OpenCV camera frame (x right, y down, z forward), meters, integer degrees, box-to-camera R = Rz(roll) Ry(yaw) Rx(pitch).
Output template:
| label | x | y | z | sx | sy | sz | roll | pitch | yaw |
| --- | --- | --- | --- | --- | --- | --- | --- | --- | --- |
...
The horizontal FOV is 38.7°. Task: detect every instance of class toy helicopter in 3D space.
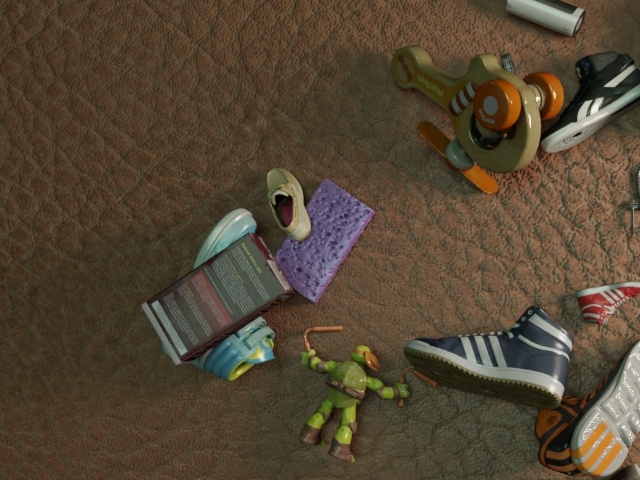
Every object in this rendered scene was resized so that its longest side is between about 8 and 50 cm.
| label | x | y | z | sx | sy | sz | roll | pitch | yaw |
| --- | --- | --- | --- | --- | --- | --- | --- | --- | --- |
| toy helicopter | 0.249 | -0.236 | 1.636 | 0.355 | 0.140 | 0.235 | 43 | 135 | 37 |

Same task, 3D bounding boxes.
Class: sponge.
| label | x | y | z | sx | sy | sz | roll | pitch | yaw |
| --- | --- | --- | --- | --- | --- | --- | --- | --- | --- |
| sponge | 0.000 | 0.000 | 1.729 | 0.117 | 0.031 | 0.210 | 34 | 92 | 19 |

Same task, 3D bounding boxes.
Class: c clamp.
| label | x | y | z | sx | sy | sz | roll | pitch | yaw |
| --- | --- | --- | --- | --- | --- | --- | --- | --- | --- |
| c clamp | 0.610 | -0.080 | 1.568 | 0.161 | 0.022 | 0.137 | -7 | 74 | 17 |

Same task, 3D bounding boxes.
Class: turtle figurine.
| label | x | y | z | sx | sy | sz | roll | pitch | yaw |
| --- | --- | --- | --- | --- | --- | --- | --- | --- | --- |
| turtle figurine | 0.058 | 0.280 | 1.638 | 0.270 | 0.087 | 0.217 | 20 | 87 | 18 |

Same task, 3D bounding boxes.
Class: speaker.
| label | x | y | z | sx | sy | sz | roll | pitch | yaw |
| --- | --- | --- | --- | --- | --- | --- | --- | --- | --- |
| speaker | 0.409 | -0.418 | 1.661 | 0.136 | 0.055 | 0.055 | 28 | 90 | 19 |

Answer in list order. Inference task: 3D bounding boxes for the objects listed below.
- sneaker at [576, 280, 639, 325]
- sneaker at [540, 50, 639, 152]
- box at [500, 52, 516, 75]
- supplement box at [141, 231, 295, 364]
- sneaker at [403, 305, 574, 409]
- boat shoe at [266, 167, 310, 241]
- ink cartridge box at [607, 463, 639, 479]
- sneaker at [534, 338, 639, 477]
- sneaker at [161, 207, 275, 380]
| label | x | y | z | sx | sy | sz | roll | pitch | yaw |
| --- | --- | --- | --- | --- | --- | --- | --- | --- | --- |
| sneaker | 0.503 | 0.108 | 1.556 | 0.118 | 0.042 | 0.067 | -13 | 74 | 22 |
| sneaker | 0.462 | -0.253 | 1.613 | 0.217 | 0.079 | 0.121 | -30 | 71 | 2 |
| box | 0.347 | -0.290 | 1.652 | 0.018 | 0.067 | 0.083 | -14 | 78 | 14 |
| supplement box | -0.181 | 0.104 | 1.619 | 0.239 | 0.073 | 0.130 | -33 | 80 | 8 |
| sneaker | 0.294 | 0.182 | 1.566 | 0.282 | 0.099 | 0.153 | 12 | 59 | 28 |
| boat shoe | -0.068 | -0.078 | 1.728 | 0.063 | 0.059 | 0.170 | -36 | 54 | 17 |
| ink cartridge box | 0.567 | 0.518 | 1.333 | 0.091 | 0.308 | 0.385 | -40 | 74 | 7 |
| sneaker | 0.465 | 0.259 | 1.504 | 0.321 | 0.180 | 0.124 | -35 | 94 | -25 |
| sneaker | -0.146 | 0.115 | 1.709 | 0.208 | 0.127 | 0.319 | 27 | 99 | 21 |
